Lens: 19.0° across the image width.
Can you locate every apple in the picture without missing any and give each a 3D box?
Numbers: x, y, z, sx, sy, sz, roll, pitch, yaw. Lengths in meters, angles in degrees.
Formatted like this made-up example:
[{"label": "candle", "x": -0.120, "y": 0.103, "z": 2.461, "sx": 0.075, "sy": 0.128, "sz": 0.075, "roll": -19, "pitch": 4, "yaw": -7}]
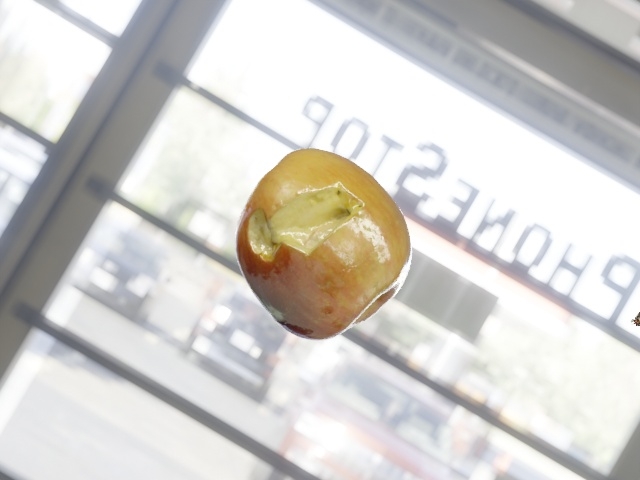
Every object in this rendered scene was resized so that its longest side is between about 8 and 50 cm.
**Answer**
[{"label": "apple", "x": 0.000, "y": 0.000, "z": 1.943, "sx": 0.199, "sy": 0.199, "sz": 0.199, "roll": 31, "pitch": -2, "yaw": 1}]

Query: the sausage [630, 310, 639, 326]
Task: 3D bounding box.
[{"label": "sausage", "x": 0.406, "y": 0.058, "z": 2.010, "sx": 0.028, "sy": 0.198, "sz": 0.025, "roll": 66, "pitch": -26, "yaw": 12}]
